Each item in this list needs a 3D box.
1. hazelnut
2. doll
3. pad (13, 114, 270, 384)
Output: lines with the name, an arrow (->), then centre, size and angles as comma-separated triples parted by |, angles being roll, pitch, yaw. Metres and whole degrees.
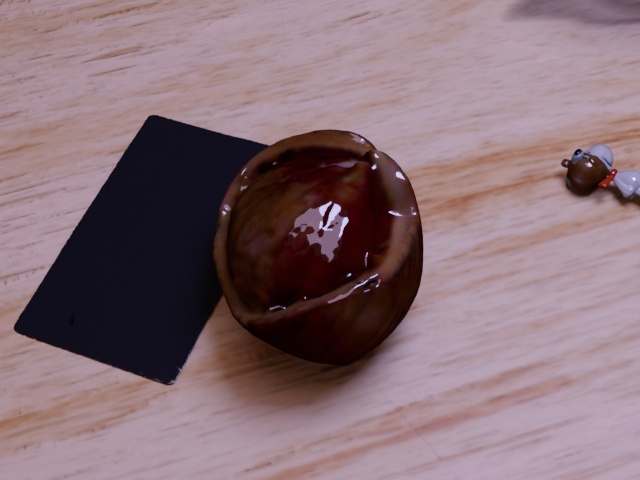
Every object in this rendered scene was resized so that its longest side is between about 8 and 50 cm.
hazelnut -> -0.007, 0.005, 0.857 | 0.170, 0.161, 0.202 | -27, 62, -14
doll -> 0.264, -0.056, 0.963 | 0.058, 0.040, 0.085 | -28, 56, -29
pad -> -0.145, -0.001, 0.964 | 0.159, 0.009, 0.265 | 17, 58, 15
